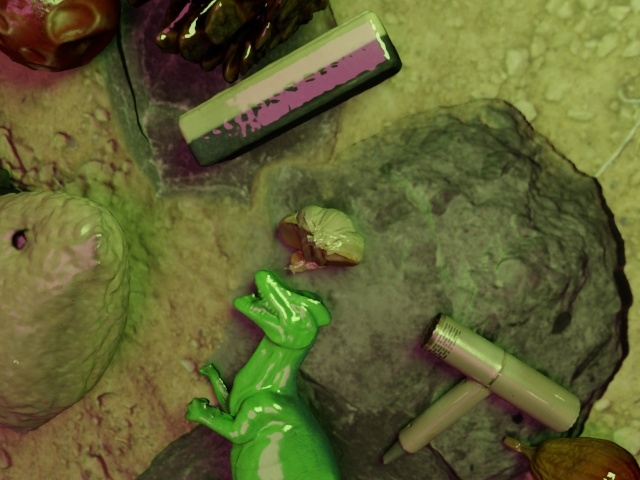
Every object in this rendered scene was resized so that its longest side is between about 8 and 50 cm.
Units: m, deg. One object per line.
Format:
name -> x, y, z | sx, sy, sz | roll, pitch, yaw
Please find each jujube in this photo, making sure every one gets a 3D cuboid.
jujube -> -0.328, -0.310, 0.647 | 0.155, 0.155, 0.230 | -28, 87, 15

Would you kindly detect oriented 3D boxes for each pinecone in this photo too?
pinecone -> -0.094, -0.278, 0.576 | 0.201, 0.202, 0.229 | 36, 119, 6

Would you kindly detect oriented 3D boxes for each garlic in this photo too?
garlic -> 0.001, -0.004, 0.684 | 0.113, 0.094, 0.074 | 14, 64, 13

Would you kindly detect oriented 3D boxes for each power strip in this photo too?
power strip -> -0.038, -0.163, 0.640 | 0.256, 0.105, 0.070 | -26, 96, 15

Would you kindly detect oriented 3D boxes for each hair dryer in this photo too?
hair dryer -> 0.175, 0.228, 0.712 | 0.195, 0.054, 0.220 | 31, 107, 3

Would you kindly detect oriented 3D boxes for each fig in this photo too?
fig -> 0.297, 0.287, 0.670 | 0.152, 0.119, 0.119 | 2, 103, 12

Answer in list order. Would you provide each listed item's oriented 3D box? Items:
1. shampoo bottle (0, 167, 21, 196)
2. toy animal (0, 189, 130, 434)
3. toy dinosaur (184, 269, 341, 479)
shampoo bottle -> -0.519, -0.067, 0.768 | 0.245, 0.079, 0.080 | 9, 105, 9
toy animal -> -0.361, 0.087, 0.717 | 0.226, 0.188, 0.359 | 29, 107, 14
toy dinosaur -> 0.021, 0.319, 0.747 | 0.500, 0.144, 0.375 | 36, 94, -2
